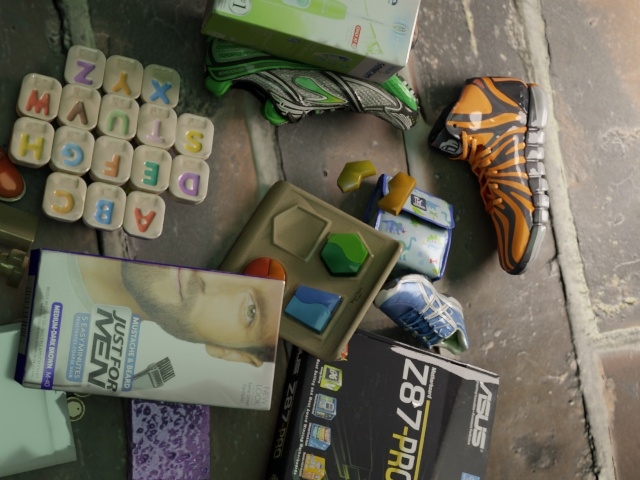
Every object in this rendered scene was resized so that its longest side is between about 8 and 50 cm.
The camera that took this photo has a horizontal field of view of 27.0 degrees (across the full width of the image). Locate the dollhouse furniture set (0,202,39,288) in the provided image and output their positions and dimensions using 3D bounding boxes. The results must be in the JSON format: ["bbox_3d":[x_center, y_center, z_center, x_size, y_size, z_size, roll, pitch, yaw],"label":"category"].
[{"bbox_3d":[-0.485,0.034,1.833,0.144,0.123,0.151,21,42,-18],"label":"dollhouse furniture set"}]

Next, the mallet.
[{"bbox_3d":[-0.271,-0.107,1.931,0.039,0.062,0.190,20,63,-19],"label":"mallet"}]

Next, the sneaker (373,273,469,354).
[{"bbox_3d":[0.158,0.112,1.994,0.211,0.080,0.081,22,37,-45],"label":"sneaker"}]

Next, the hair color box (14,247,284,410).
[{"bbox_3d":[-0.230,0.122,1.809,0.338,0.110,0.185,8,86,-20],"label":"hair color box"}]

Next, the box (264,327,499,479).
[{"bbox_3d":[0.081,0.345,1.954,0.318,0.097,0.395,20,68,-19],"label":"box"}]

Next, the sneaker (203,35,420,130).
[{"bbox_3d":[-0.015,-0.227,2.002,0.343,0.134,0.146,17,85,-10],"label":"sneaker"}]

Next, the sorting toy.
[{"bbox_3d":[0.000,0.000,1.957,0.229,0.041,0.307,27,73,16],"label":"sorting toy"}]

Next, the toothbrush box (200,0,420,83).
[{"bbox_3d":[-0.005,-0.364,1.882,0.283,0.122,0.206,15,82,-12],"label":"toothbrush box"}]

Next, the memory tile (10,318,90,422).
[{"bbox_3d":[-0.383,0.182,1.864,0.148,0.012,0.113,24,76,-16],"label":"memory tile"}]

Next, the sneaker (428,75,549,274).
[{"bbox_3d":[0.256,-0.106,2.096,0.180,0.124,0.321,7,71,-16],"label":"sneaker"}]

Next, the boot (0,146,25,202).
[{"bbox_3d":[-0.462,-0.117,1.828,0.158,0.084,0.059,48,69,-12],"label":"boot"}]

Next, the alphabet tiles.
[{"bbox_3d":[-0.292,-0.144,1.889,0.284,0.021,0.278,13,64,-17],"label":"alphabet tiles"}]

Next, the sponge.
[{"bbox_3d":[-0.218,0.239,1.911,0.117,0.031,0.210,2,83,-21],"label":"sponge"}]

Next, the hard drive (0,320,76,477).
[{"bbox_3d":[-0.498,0.228,1.789,0.307,0.040,0.203,-10,91,-20],"label":"hard drive"}]

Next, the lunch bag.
[{"bbox_3d":[0.132,-0.016,2.045,0.128,0.096,0.151,24,61,-14],"label":"lunch bag"}]
